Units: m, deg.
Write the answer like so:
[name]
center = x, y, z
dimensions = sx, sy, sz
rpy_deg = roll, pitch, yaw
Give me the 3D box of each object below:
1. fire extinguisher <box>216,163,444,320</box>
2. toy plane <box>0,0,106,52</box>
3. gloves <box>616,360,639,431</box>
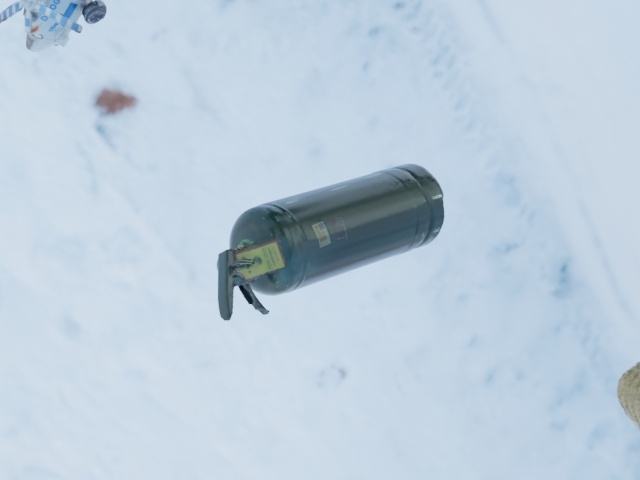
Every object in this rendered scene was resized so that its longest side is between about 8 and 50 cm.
[fire extinguisher]
center = 0.000, 0.000, 1.615
dimensions = 0.311, 0.095, 0.114
rpy_deg = -15, 85, -43
[toy plane]
center = -0.339, -0.376, 2.139
dimensions = 0.107, 0.182, 0.273
rpy_deg = 8, 112, -54
[gloves]
center = 0.296, 0.161, 1.038
dimensions = 0.203, 0.155, 0.356
rpy_deg = 13, 85, -45
